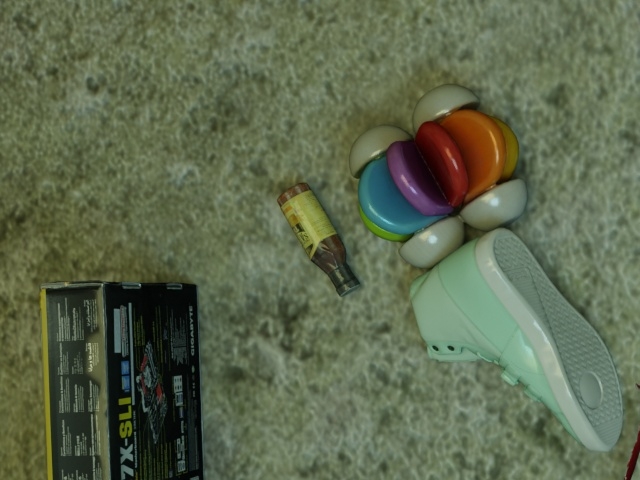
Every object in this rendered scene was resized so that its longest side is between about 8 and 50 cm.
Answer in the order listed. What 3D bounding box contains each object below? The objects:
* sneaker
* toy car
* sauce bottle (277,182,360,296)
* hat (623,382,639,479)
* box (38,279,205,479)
[{"bbox_3d":[0.197,0.117,1.584,0.151,0.094,0.256,-28,99,44],"label":"sneaker"},{"bbox_3d":[0.114,-0.067,1.576,0.182,0.136,0.159,-31,80,13],"label":"toy car"},{"bbox_3d":[0.000,0.000,1.657,0.042,0.042,0.128,-33,77,13],"label":"sauce bottle"},{"bbox_3d":[0.320,0.301,1.557,0.173,0.183,0.208,29,137,-9],"label":"hat"},{"bbox_3d":[-0.198,0.202,1.598,0.079,0.257,0.321,-3,88,18],"label":"box"}]
